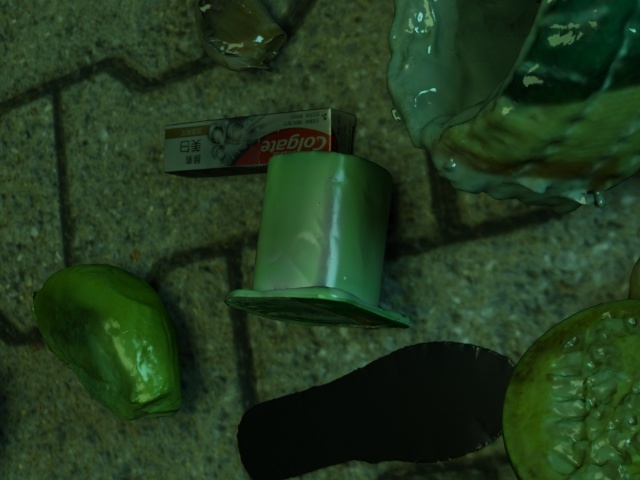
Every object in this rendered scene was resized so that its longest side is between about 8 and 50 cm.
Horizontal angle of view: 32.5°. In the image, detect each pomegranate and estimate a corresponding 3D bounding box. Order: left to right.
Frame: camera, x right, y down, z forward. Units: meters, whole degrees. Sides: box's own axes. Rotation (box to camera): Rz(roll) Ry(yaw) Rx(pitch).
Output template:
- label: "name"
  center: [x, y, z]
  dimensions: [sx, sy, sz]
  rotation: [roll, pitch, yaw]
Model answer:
- label: "pomegranate"
  center: [0.242, 0.130, 0.816]
  dimensions: [0.190, 0.159, 0.241]
  rotation: [-28, 42, 22]

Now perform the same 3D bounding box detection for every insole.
- label: "insole"
  center: [0.046, 0.166, 1.029]
  dimensions: [0.322, 0.007, 0.109]
  rotation: [-21, 72, 32]

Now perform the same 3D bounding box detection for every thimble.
- label: "thimble"
  center: [0.174, -0.169, 0.835]
  dimensions: [0.254, 0.167, 0.288]
  rotation: [21, 101, 59]

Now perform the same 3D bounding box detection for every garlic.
- label: "garlic"
  center: [-0.091, -0.233, 1.135]
  dimensions: [0.084, 0.066, 0.152]
  rotation: [-28, 72, 1]

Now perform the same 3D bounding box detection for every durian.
- label: "durian"
  center: [-0.234, 0.098, 1.174]
  dimensions: [0.250, 0.101, 0.139]
  rotation: [37, 107, 32]

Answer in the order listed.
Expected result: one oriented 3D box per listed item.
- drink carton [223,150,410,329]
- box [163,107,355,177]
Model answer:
- label: "drink carton"
  center: [0.000, 0.000, 1.004]
  dimensions: [0.144, 0.146, 0.142]
  rotation: [-3, 76, 34]
- label: "box"
  center: [-0.067, -0.097, 1.113]
  dimensions: [0.218, 0.039, 0.055]
  rotation: [0, 84, 35]
